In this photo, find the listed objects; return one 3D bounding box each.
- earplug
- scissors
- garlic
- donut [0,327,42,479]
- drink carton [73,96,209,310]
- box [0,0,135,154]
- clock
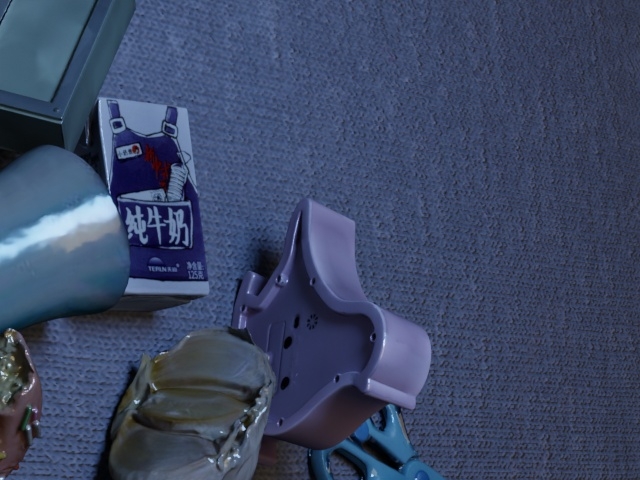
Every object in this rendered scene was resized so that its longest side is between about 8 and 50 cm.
[{"bbox_3d":[-0.364,0.043,1.829,0.324,0.185,0.185,-27,99,-41],"label":"earplug"},{"bbox_3d":[0.117,0.296,2.358,0.393,0.032,0.180,37,54,-33],"label":"scissors"},{"bbox_3d":[-0.124,0.214,2.030,0.229,0.178,0.143,-55,137,-35],"label":"garlic"},{"bbox_3d":[-0.368,0.188,1.763,0.233,0.085,0.199,-10,129,-40],"label":"donut"},{"bbox_3d":[-0.213,-0.039,2.055,0.134,0.102,0.222,3,75,-44],"label":"drink carton"},{"bbox_3d":[-0.294,-0.204,1.976,0.086,0.129,0.225,94,12,-58],"label":"box"},{"bbox_3d":[0.008,0.090,2.127,0.080,0.275,0.290,23,59,-37],"label":"clock"}]
